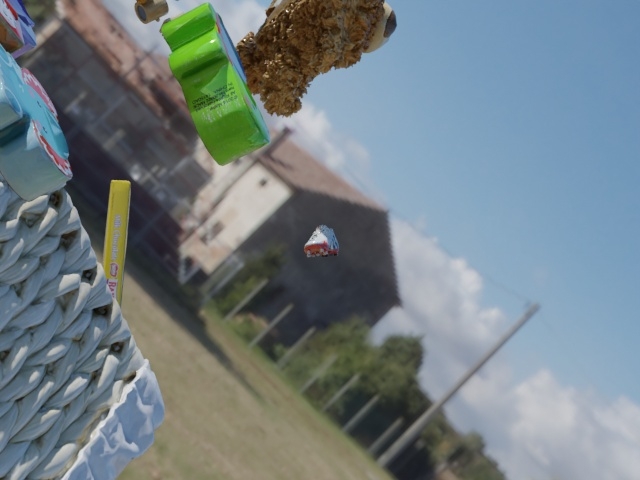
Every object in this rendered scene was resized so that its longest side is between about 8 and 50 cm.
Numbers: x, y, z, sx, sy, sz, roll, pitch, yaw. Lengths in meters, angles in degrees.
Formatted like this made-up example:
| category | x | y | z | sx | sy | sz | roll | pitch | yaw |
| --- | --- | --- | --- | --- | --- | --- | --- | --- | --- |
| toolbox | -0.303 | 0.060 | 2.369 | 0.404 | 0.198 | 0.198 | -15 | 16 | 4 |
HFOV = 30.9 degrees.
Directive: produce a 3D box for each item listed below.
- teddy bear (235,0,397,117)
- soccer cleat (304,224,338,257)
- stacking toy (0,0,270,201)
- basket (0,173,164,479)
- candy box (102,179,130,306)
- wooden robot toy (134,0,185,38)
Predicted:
| category | x | y | z | sx | sy | sz | roll | pitch | yaw |
| --- | --- | --- | --- | --- | --- | --- | --- | --- | --- |
| teddy bear | -0.003 | -0.262 | 1.428 | 0.113 | 0.245 | 0.338 | 38 | -30 | -17 |
| soccer cleat | 0.000 | 0.000 | 1.293 | 0.083 | 0.029 | 0.035 | 8 | 73 | -71 |
| stacking toy | -0.114 | -0.064 | 0.413 | 0.052 | 0.167 | 0.221 | 56 | 8 | -46 |
| basket | -0.319 | 0.078 | 0.637 | 0.331 | 0.328 | 0.266 | -53 | 134 | -58 |
| candy box | -0.243 | 0.038 | 1.359 | 0.027 | 0.205 | 0.105 | 5 | -7 | -12 |
| wooden robot toy | -0.219 | -0.289 | 1.311 | 0.076 | 0.079 | 0.173 | -9 | -69 | 59 |
